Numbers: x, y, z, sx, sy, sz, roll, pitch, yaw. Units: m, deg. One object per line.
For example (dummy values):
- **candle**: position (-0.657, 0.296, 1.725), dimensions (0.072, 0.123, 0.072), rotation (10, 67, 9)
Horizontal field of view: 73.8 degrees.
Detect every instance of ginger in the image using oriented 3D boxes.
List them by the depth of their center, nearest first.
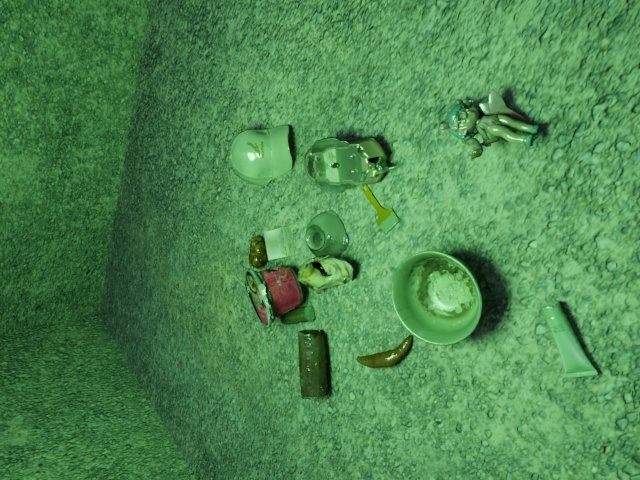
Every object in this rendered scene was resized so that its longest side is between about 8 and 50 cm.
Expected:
- **ginger**: position (-0.282, 0.065, 1.965), dimensions (0.103, 0.073, 0.162), rotation (41, 128, 48)

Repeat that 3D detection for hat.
- **hat**: position (-0.247, -0.374, 1.813), dimensions (0.301, 0.168, 0.257), rotation (-8, 90, 43)

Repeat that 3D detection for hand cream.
- **hand cream**: position (0.654, 0.265, 1.137), dimensions (0.078, 0.050, 0.204), rotation (-28, 80, 41)

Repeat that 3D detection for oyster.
- **oyster**: position (0.010, 0.116, 1.640), dimensions (0.271, 0.275, 0.100), rotation (4, 54, 29)

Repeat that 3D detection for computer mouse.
- **computer mouse**: position (0.110, -0.283, 1.535), dimensions (0.389, 0.115, 0.199), rotation (4, 115, 31)

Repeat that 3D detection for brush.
- **brush**: position (0.204, -0.124, 1.532), dimensions (0.083, 0.011, 0.205), rotation (-49, 63, 36)

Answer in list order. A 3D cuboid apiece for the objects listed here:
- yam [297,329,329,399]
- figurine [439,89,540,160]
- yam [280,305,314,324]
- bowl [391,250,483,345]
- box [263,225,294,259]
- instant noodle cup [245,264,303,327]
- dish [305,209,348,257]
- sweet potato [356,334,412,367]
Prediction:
- **yam**: position (-0.027, 0.508, 1.747), dimensions (0.131, 0.131, 0.279), rotation (-2, 91, 43)
- **figurine**: position (0.466, -0.302, 1.196), dimensions (0.260, 0.103, 0.205), rotation (26, 87, 33)
- **yam**: position (-0.097, 0.323, 1.827), dimensions (0.169, 0.068, 0.068), rotation (-19, 82, 46)
- **bowl**: position (0.377, 0.166, 1.314), dimensions (0.289, 0.146, 0.289), rotation (5, 98, 40)
- **box**: position (-0.185, 0.013, 1.880), dimensions (0.129, 0.051, 0.130), rotation (-13, 85, 43)
- **instant noodle cup**: position (-0.184, 0.213, 1.782), dimensions (0.302, 0.182, 0.258), rotation (40, 142, 51)
- **dish**: position (0.000, 0.000, 1.689), dimensions (0.224, 0.078, 0.246), rotation (26, 112, 37)
- **sweet potato**: position (0.237, 0.418, 1.535), dimensions (0.255, 0.058, 0.078), rotation (-34, 52, 35)
